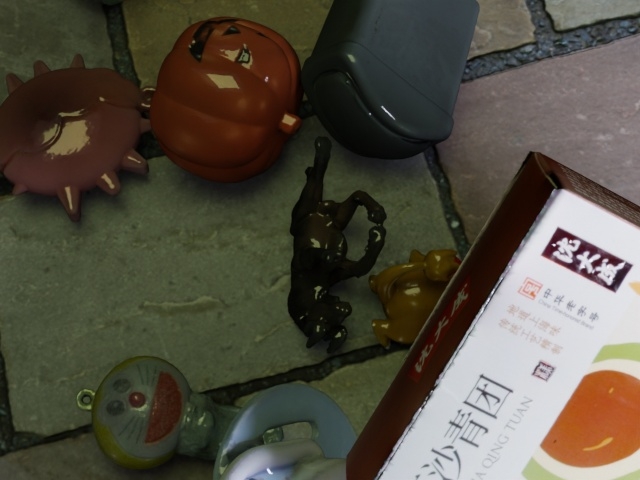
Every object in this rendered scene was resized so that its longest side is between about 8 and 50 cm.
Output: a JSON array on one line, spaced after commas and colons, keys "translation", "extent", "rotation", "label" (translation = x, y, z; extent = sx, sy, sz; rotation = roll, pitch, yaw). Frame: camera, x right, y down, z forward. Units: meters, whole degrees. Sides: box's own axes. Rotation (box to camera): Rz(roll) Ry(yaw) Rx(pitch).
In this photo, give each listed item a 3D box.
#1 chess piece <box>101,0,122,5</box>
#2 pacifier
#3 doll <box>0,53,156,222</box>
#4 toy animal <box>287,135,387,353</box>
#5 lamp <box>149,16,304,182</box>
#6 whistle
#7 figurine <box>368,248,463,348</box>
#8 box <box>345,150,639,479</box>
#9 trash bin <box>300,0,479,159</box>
[{"translation": [-0.337, -0.432, 1.848], "extent": [0.299, 0.194, 0.194], "rotation": [43, 74, 14], "label": "chess piece"}, {"translation": [-0.063, 0.288, 1.437], "extent": [0.225, 0.238, 0.287], "rotation": [-10, 89, 45], "label": "pacifier"}, {"translation": [-0.307, -0.122, 1.723], "extent": [0.262, 0.093, 0.211], "rotation": [-31, 67, -11], "label": "doll"}, {"translation": [0.000, 0.000, 1.617], "extent": [0.084, 0.148, 0.233], "rotation": [14, 54, -30], "label": "toy animal"}, {"translation": [-0.096, -0.156, 1.670], "extent": [0.163, 0.188, 0.188], "rotation": [22, 67, 14], "label": "lamp"}, {"translation": [-0.145, 0.187, 1.541], "extent": [0.223, 0.123, 0.123], "rotation": [13, 64, -4], "label": "whistle"}, {"translation": [0.137, 0.046, 1.575], "extent": [0.176, 0.122, 0.121], "rotation": [-8, 60, 3], "label": "figurine"}, {"translation": [0.272, 0.164, 1.319], "extent": [0.385, 0.122, 0.344], "rotation": [27, 106, -11], "label": "box"}, {"translation": [0.082, -0.210, 1.688], "extent": [0.176, 0.101, 0.236], "rotation": [35, 58, -26], "label": "trash bin"}]
